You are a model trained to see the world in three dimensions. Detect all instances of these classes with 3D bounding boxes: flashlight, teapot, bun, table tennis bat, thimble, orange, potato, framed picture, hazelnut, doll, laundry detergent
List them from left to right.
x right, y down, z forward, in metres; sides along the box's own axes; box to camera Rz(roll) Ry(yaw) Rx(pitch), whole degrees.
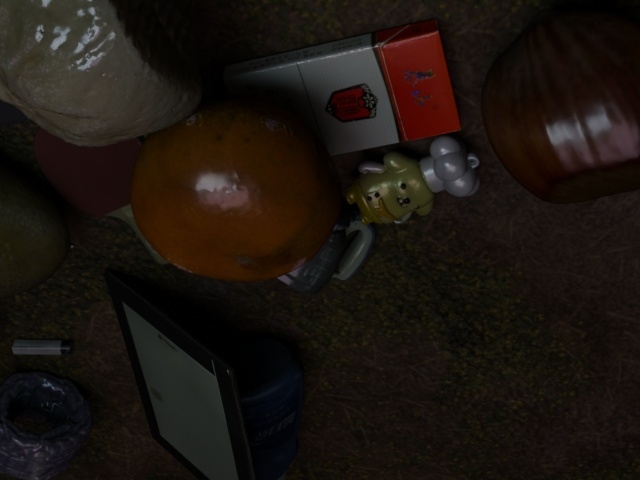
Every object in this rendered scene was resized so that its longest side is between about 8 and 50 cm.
[{"bbox_3d":[-0.415,-0.017,1.324,0.251,0.159,0.174,16,121,-21],"label":"potato"},{"bbox_3d":[-0.406,0.266,1.582,0.150,0.150,0.098,20,127,-14],"label":"thimble"},{"bbox_3d":[-0.389,0.150,1.562,0.083,0.018,0.018,0,130,3],"label":"flashlight"},{"bbox_3d":[-0.238,-0.210,1.070,0.204,0.281,0.281,-17,128,20],"label":"bun"},{"bbox_3d":[-0.250,-0.064,1.366,0.138,0.022,0.246,-18,126,19],"label":"table tennis bat"},{"bbox_3d":[-0.179,0.223,1.498,0.265,0.016,0.347,32,144,37],"label":"framed picture"},{"bbox_3d":[-0.090,-0.058,1.203,0.240,0.171,0.240,4,152,2],"label":"orange"},{"bbox_3d":[-0.089,0.271,1.582,0.143,0.094,0.290,-31,141,-25],"label":"laundry detergent"},{"bbox_3d":[-0.001,0.004,1.351,0.149,0.111,0.108,32,112,-16],"label":"teapot"},{"bbox_3d":[0.111,-0.069,1.306,0.162,0.062,0.106,-22,131,20],"label":"doll"},{"bbox_3d":[0.283,-0.140,1.168,0.186,0.210,0.210,14,136,-41],"label":"hazelnut"}]

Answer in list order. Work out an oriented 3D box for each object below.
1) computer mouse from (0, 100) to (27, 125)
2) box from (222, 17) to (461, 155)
[{"bbox_3d":[-0.384,-0.216,1.212,0.120,0.057,0.232,1,132,2],"label":"computer mouse"},{"bbox_3d":[0.026,-0.160,1.249,0.245,0.035,0.139,-9,130,12],"label":"box"}]
